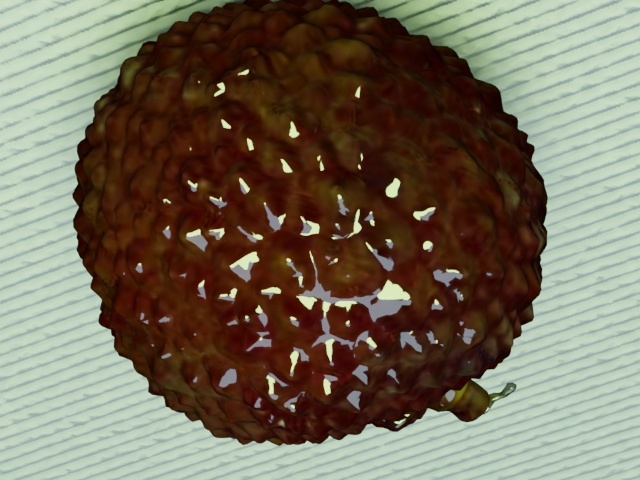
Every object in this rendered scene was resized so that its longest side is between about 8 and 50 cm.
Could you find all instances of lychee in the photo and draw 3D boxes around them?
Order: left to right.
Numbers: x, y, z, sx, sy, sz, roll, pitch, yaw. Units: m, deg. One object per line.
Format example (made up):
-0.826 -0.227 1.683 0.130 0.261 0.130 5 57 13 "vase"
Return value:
0.000 0.000 1.124 0.264 0.264 0.300 -35 106 27 "lychee"
